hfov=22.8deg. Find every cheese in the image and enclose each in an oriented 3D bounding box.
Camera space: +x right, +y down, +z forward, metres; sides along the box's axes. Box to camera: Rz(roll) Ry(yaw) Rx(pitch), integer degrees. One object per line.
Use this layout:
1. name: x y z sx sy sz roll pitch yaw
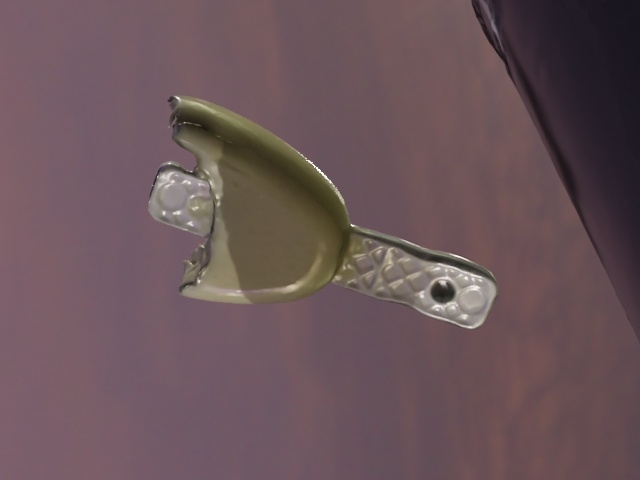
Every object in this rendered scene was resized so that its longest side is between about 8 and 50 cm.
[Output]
1. cheese: 0.000 0.000 1.001 0.050 0.235 0.127 -83 12 -67

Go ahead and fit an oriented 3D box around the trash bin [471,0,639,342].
1. trash bin: 0.174 -0.002 0.385 0.252 0.203 0.301 91 166 -48
